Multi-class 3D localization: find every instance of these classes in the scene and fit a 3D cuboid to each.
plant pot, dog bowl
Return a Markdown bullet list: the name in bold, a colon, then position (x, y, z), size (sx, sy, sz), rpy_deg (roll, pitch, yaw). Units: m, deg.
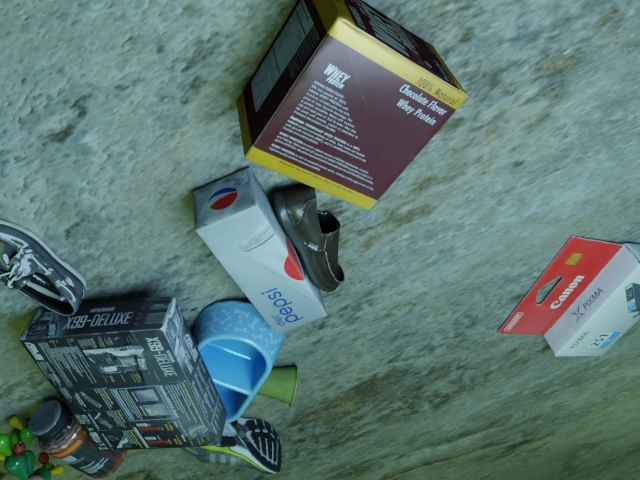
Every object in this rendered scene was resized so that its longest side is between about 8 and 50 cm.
- **plant pot**: position (-0.093, 0.291, 1.158), size (0.079, 0.083, 0.083), rpy_deg (11, 130, -8)
- **dog bowl**: position (-0.180, 0.238, 1.049), size (0.166, 0.074, 0.297), rpy_deg (24, 125, -13)

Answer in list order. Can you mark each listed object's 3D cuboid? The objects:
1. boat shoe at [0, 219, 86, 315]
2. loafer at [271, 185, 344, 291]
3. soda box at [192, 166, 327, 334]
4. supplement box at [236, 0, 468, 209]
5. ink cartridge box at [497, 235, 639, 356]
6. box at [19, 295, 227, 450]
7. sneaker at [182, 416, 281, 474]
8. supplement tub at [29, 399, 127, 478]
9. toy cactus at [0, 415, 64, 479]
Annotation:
- **boat shoe**: position (-0.431, 0.043, 0.829), size (0.075, 0.065, 0.206), rpy_deg (-29, 133, 14)
- **loafer**: position (0.000, 0.000, 0.889), size (0.078, 0.080, 0.220), rpy_deg (-22, 135, 8)
- **soda box**: position (-0.087, 0.027, 0.886), size (0.098, 0.091, 0.286), rpy_deg (-22, 135, 6)
- **supplement box**: position (0.031, -0.173, 0.695), size (0.191, 0.129, 0.194), rpy_deg (20, 126, -30)
- **ink cartridge box**: position (0.555, 0.128, 1.170), size (0.261, 0.066, 0.296), rpy_deg (5, 132, -20)
- **box**: position (-0.321, 0.238, 0.968), size (0.242, 0.076, 0.307), rpy_deg (-7, 126, 10)
- **sneaker**: position (-0.204, 0.457, 1.278), size (0.121, 0.111, 0.300), rpy_deg (-30, 128, 28)
- **supplement tub**: position (-0.481, 0.390, 1.125), size (0.106, 0.106, 0.198), rpy_deg (-22, 134, 7)
- **toy cactus**: position (-0.568, 0.453, 1.122), size (0.112, 0.180, 0.219), rpy_deg (-21, 144, -23)
